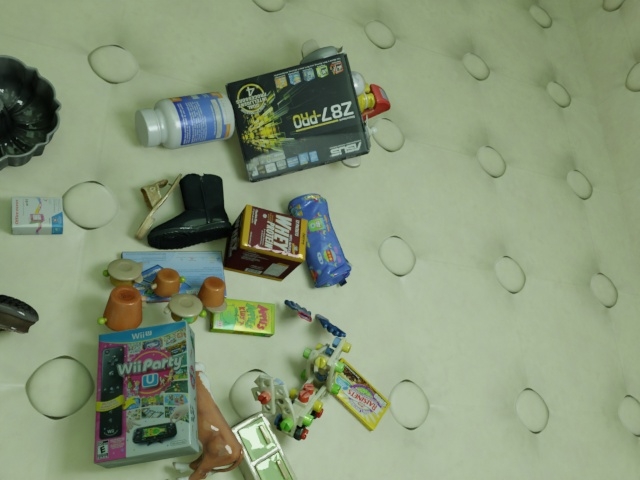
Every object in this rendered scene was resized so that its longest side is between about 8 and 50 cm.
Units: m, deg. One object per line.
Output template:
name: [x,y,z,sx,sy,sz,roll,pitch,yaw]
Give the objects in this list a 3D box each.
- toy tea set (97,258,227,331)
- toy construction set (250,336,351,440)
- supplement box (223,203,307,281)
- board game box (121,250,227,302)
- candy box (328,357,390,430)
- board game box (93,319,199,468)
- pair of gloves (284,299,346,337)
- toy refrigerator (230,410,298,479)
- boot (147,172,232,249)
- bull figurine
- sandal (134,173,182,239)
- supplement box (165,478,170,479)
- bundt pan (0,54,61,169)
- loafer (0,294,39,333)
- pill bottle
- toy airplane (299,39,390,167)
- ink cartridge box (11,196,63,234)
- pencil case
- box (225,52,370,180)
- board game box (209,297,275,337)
toy tea set: [-0.413,0.168,1.502,0.335,0.124,0.200,11,34,-14]
toy construction set: [-0.043,0.398,1.531,0.151,0.215,0.327,29,27,30]
supplement box: [-0.163,0.013,1.665,0.191,0.194,0.129,14,62,-21]
board game box: [-0.409,0.101,1.603,0.281,0.027,0.145,0,66,-26]
candy box: [0.107,0.458,1.698,0.206,0.027,0.105,43,60,-3]
board game box: [-0.414,0.364,1.365,0.223,0.097,0.304,-10,59,-1]
pair of gloves: [-0.015,0.232,1.675,0.198,0.159,0.023,31,90,-17]
toy refrigerator: [-0.140,0.591,1.475,0.102,0.094,0.270,-22,78,-32]
boot: [-0.391,-0.090,1.663,0.246,0.094,0.207,-11,61,-15]
bull figurine: [-0.320,0.449,1.422,0.188,0.101,0.310,-32,64,-15]
sandal: [-0.485,-0.120,1.629,0.079,0.088,0.240,33,62,-17]
supplement box: [-0.370,0.637,1.374,0.062,0.036,0.098,-28,82,-33]
bundt pan: [-0.868,-0.328,1.512,0.330,0.124,0.331,10,65,-22]
loafer: [-0.846,0.181,1.308,0.365,0.134,0.130,9,87,-12]
pill bottle: [-0.413,-0.362,1.735,0.272,0.152,0.152,-17,76,-32]
toy airplane: [0.044,-0.480,1.945,0.386,0.272,0.384,34,58,-9]
ink cartridge box: [-0.744,-0.064,1.496,0.122,0.052,0.089,-2,69,-26]
pencil case: [0.000,0.000,1.795,0.133,0.119,0.306,-20,76,-2]
box: [-0.071,-0.383,1.801,0.394,0.097,0.318,-13,92,2]
board game box: [-0.222,0.221,1.632,0.181,0.043,0.092,9,64,-23]
